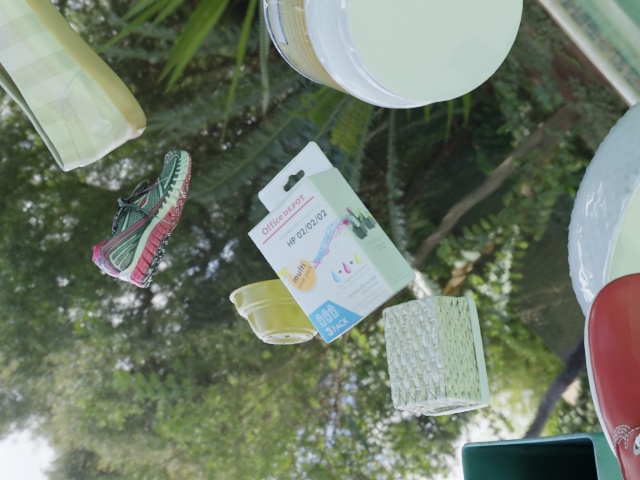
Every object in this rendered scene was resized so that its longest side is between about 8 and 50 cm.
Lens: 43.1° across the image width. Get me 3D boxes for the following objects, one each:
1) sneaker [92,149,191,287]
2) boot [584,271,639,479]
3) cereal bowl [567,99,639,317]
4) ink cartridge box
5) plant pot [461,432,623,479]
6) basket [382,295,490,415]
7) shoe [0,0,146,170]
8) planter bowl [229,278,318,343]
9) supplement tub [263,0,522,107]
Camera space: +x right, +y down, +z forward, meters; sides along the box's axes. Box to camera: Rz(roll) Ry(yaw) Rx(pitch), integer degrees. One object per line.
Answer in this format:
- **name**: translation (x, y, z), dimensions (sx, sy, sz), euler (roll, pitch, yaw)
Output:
- **sneaker**: translation (-0.319, -0.060, 1.506), dimensions (0.112, 0.121, 0.299), euler (20, -128, -4)
- **boot**: translation (0.166, 0.101, 0.349), dimensions (0.176, 0.088, 0.244), euler (37, -145, -51)
- **cereal bowl**: translation (0.386, -0.027, 0.805), dimensions (0.339, 0.339, 0.141), euler (36, -173, -29)
- **ink cartridge box**: translation (0.000, 0.000, 0.838), dimensions (0.181, 0.104, 0.061), euler (53, -147, 8)
- **plant pot**: translation (0.265, 0.238, 0.661), dimensions (0.234, 0.165, 0.166), euler (2, -106, -25)
- **basket**: translation (0.168, 0.170, 1.202), dimensions (0.103, 0.113, 0.167), euler (14, -116, -47)
- **shoe**: translation (-0.196, -0.135, 0.481), dimensions (0.219, 0.058, 0.076), euler (49, 165, -5)
- **planter bowl**: translation (-0.066, 0.148, 1.571), dimensions (0.217, 0.217, 0.090), euler (22, -122, -51)
- **supplement tub**: translation (0.072, -0.278, 0.948), dimensions (0.228, 0.228, 0.316), euler (39, -177, -24)
